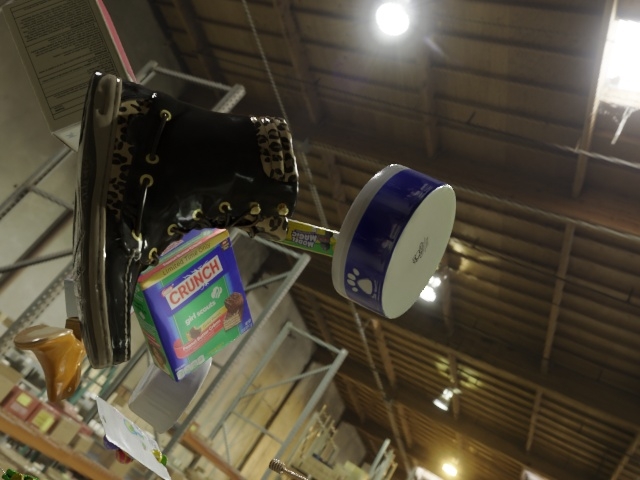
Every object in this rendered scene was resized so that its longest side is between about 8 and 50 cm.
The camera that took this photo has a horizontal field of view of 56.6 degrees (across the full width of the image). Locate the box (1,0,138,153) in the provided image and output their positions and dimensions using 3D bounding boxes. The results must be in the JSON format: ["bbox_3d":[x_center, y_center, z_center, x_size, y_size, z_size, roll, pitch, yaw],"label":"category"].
[{"bbox_3d":[-0.399,-0.287,0.996,0.127,0.148,0.233,116,-49,-82],"label":"box"}]

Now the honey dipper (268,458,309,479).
[{"bbox_3d":[-0.068,0.624,1.575,0.160,0.030,0.030,14,-32,34],"label":"honey dipper"}]

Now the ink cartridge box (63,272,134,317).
[{"bbox_3d":[-0.654,0.159,1.780,0.176,0.128,0.128,6,-71,5],"label":"ink cartridge box"}]

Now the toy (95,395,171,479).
[{"bbox_3d":[-0.436,0.464,1.342,0.137,0.056,0.237,44,-8,49],"label":"toy"}]

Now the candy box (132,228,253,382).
[{"bbox_3d":[-0.330,0.148,1.511,0.122,0.268,0.317,19,-48,40],"label":"candy box"}]

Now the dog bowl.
[{"bbox_3d":[0.138,0.003,1.077,0.104,0.265,0.265,26,-26,28],"label":"dog bowl"}]

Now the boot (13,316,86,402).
[{"bbox_3d":[-0.702,0.327,1.567,0.104,0.211,0.295,8,3,7],"label":"boot"}]

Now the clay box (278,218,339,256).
[{"bbox_3d":[0.000,0.000,1.216,0.221,0.053,0.127,16,1,-1],"label":"clay box"}]

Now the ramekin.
[{"bbox_3d":[-0.473,0.443,1.850,0.135,0.277,0.277,37,-24,-12],"label":"ramekin"}]

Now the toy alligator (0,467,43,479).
[{"bbox_3d":[-0.722,0.581,1.416,0.189,0.051,0.056,13,-26,13],"label":"toy alligator"}]

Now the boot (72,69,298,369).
[{"bbox_3d":[-0.177,-0.026,0.800,0.284,0.378,0.138,3,-15,-28],"label":"boot"}]
